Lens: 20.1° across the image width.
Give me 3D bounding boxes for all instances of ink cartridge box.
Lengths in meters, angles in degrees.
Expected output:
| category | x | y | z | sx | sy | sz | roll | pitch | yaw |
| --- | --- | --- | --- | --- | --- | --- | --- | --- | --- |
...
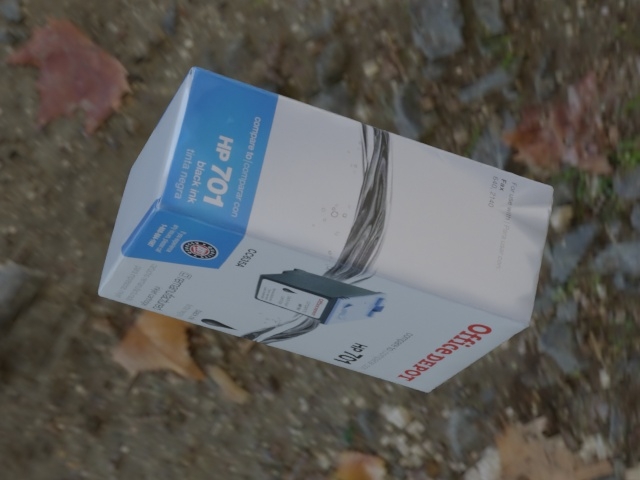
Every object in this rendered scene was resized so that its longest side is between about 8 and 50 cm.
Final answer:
| category | x | y | z | sx | sy | sz | roll | pitch | yaw |
| --- | --- | --- | --- | --- | --- | --- | --- | --- | --- |
| ink cartridge box | 0.000 | 0.000 | 0.905 | 0.191 | 0.139 | 0.082 | 19 | 66 | -12 |
